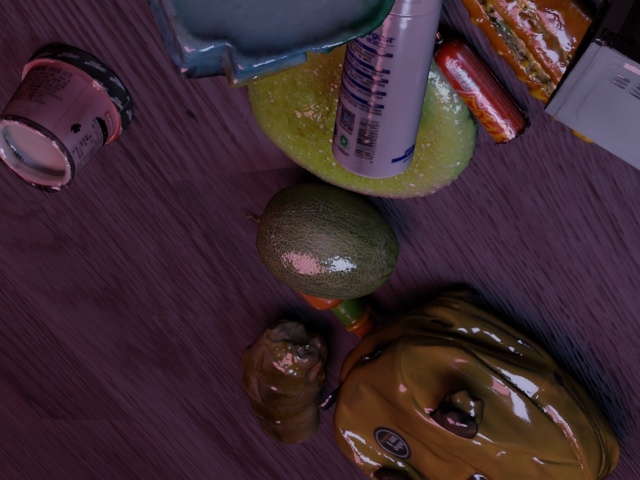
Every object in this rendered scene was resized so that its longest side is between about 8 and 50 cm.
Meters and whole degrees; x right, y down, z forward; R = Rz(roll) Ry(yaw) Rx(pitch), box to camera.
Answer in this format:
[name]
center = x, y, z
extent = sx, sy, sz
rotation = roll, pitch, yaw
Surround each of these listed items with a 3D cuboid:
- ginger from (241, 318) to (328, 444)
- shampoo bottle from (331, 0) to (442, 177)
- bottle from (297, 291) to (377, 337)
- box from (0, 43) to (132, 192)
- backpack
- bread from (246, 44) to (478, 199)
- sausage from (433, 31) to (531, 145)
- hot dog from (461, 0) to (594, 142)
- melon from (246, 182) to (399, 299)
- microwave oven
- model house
[ginger]
center = -0.051, 0.198, 2.288
extent = 0.263, 0.116, 0.109
rotation = 91, 156, -58
[shampoo bottle]
center = 0.073, -0.207, 1.643
extent = 0.092, 0.092, 0.303
rotation = 21, 131, 15
[bottle]
center = 0.003, 0.056, 2.090
extent = 0.187, 0.069, 0.069
rotation = 45, 144, -19
[box]
center = -0.333, -0.148, 2.035
extent = 0.151, 0.135, 0.151
rotation = 20, 145, 14
[backpack]
center = 0.198, 0.243, 2.062
extent = 0.378, 0.201, 0.353
rotation = 30, 148, 1
[bread]
center = 0.041, -0.148, 1.822
extent = 0.301, 0.045, 0.301
rotation = 20, 145, 15
[sausage]
center = 0.163, -0.166, 1.700
extent = 0.145, 0.048, 0.050
rotation = 50, 180, -23
[hot dog]
center = 0.232, -0.193, 1.591
extent = 0.269, 0.072, 0.115
rotation = 45, 136, -18
[melon]
center = 0.000, 0.000, 1.955
extent = 0.192, 0.139, 0.139
rotation = 20, 146, 1
[microwave oven]
center = 0.314, -0.177, 1.418
extent = 0.162, 0.208, 0.122
rotation = 31, 146, 1
[model house]
center = -0.075, -0.292, 1.580
extent = 0.249, 0.230, 0.280
rotation = 166, 84, -85
